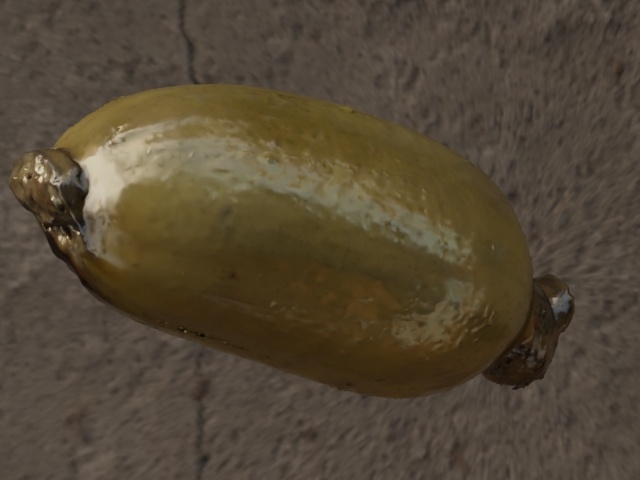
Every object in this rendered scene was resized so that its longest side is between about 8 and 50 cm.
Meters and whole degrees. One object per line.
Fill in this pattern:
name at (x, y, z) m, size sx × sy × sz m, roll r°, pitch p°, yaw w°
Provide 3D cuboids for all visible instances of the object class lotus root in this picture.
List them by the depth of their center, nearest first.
lotus root at (0.000, -0.003, 0.756) m, size 0.303 × 0.146 × 0.131 m, roll 18°, pitch 118°, yaw -25°
